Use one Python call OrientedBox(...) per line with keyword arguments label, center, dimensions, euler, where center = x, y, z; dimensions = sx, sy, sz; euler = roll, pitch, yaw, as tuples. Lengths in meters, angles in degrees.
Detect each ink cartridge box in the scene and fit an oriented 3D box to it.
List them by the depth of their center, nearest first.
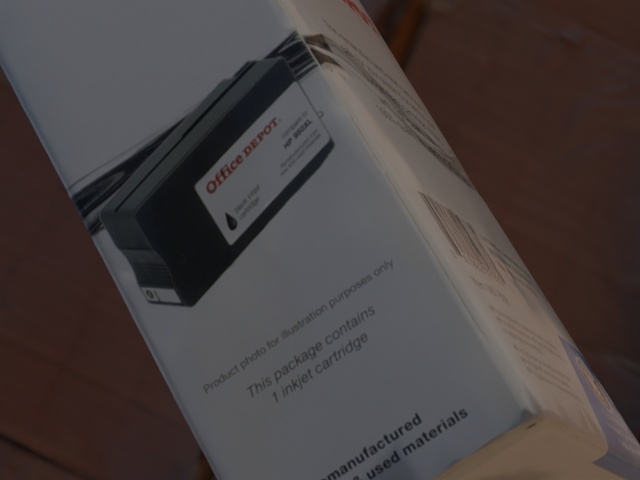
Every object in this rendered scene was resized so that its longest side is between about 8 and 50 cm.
OrientedBox(label="ink cartridge box", center=(0.000, 0.000, 1.091), dimensions=(0.166, 0.395, 0.285), euler=(-35, -23, 11))
